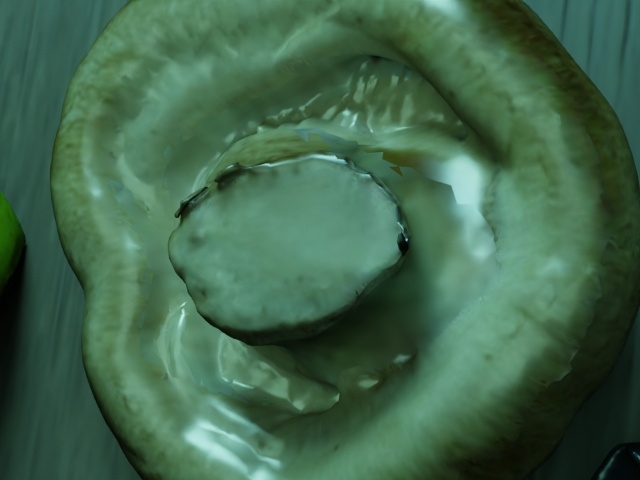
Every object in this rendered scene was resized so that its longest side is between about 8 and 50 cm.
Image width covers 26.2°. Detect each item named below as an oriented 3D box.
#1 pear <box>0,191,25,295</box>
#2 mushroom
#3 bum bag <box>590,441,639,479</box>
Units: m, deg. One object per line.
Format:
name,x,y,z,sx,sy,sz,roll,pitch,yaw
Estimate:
pear,-0.311,0.016,0.611,0.288,0.139,0.239,-31,113,6
mushroom,0.000,0.000,0.592,0.278,0.146,0.278,-2,86,23
bum bag,0.169,0.230,0.545,0.137,0.074,0.310,-21,82,-3
